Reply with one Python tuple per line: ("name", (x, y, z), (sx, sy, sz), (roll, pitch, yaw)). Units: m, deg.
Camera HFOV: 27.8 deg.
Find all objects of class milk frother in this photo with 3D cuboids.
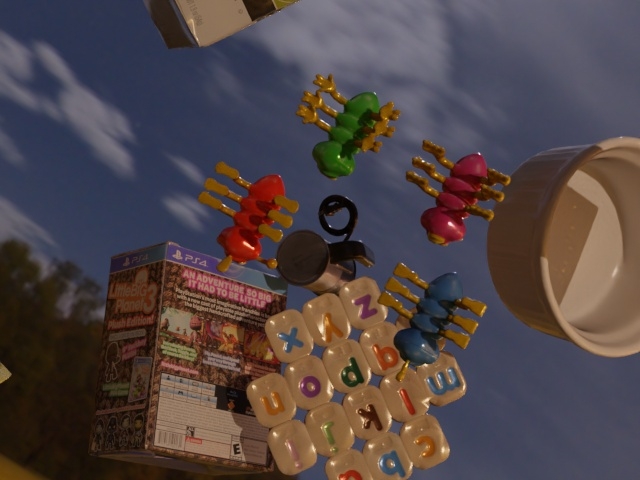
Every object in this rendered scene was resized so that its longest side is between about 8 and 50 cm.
("milk frother", (0.000, 0.000, 1.917), (0.143, 0.129, 0.135), (63, 11, 18))

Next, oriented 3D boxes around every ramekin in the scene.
("ramekin", (0.347, 0.004, 1.671), (0.277, 0.277, 0.135), (40, -17, -29))

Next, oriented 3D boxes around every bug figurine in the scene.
("bug figurine", (0.042, -0.017, 1.160), (0.279, 0.216, 0.072), (30, -6, 17))

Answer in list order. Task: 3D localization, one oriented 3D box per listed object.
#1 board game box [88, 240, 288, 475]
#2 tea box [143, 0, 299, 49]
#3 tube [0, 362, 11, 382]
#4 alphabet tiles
("board game box", (-0.186, 0.176, 1.856), (0.232, 0.291, 0.141), (20, -23, -41))
("tea box", (-0.092, -0.421, 1.746), (0.220, 0.323, 0.329), (63, -8, -14))
("tube", (-0.542, 0.227, 1.836), (0.062, 0.240, 0.070), (14, -53, 21))
("alphabet tiles", (0.049, 0.204, 1.779), (0.021, 0.284, 0.278), (110, -44, -80))
